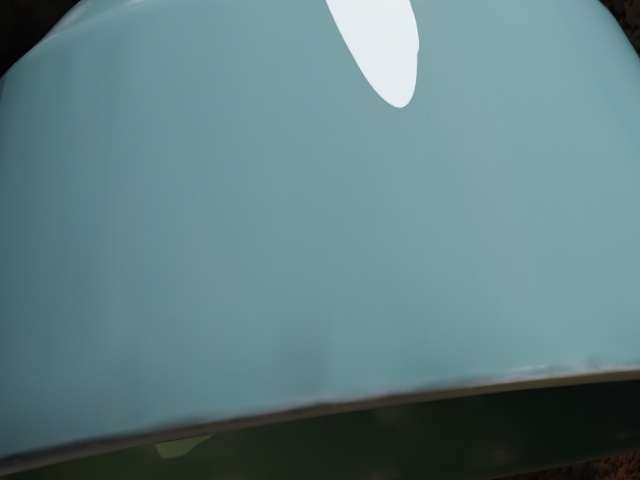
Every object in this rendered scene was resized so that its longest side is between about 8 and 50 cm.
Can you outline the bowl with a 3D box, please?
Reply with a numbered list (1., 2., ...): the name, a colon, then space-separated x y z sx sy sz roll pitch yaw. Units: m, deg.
1. bowl: 0.000 0.000 0.605 0.311 0.312 0.163 8 69 -53
